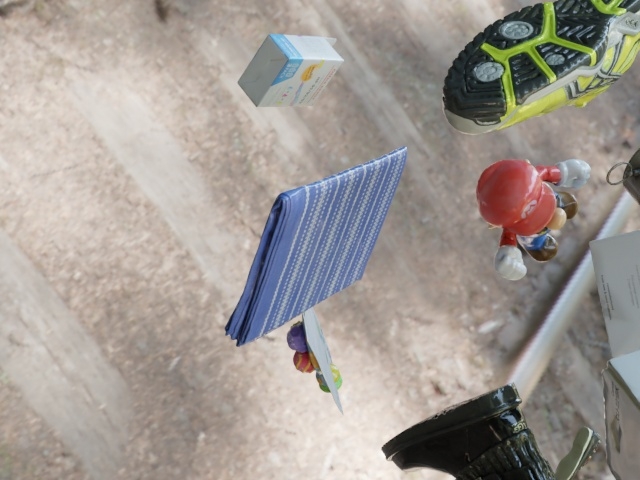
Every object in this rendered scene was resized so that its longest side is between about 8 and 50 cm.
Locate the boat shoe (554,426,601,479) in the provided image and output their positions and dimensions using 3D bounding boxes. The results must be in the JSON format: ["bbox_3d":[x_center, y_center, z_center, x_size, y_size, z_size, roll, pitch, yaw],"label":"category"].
[{"bbox_3d":[0.501,0.428,2.078,0.042,0.133,0.049,28,4,-25],"label":"boat shoe"}]

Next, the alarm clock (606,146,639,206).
[{"bbox_3d":[0.474,-0.093,1.478,0.192,0.129,0.064,-3,46,-24],"label":"alarm clock"}]

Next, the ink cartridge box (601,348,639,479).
[{"bbox_3d":[0.474,0.197,1.220,0.114,0.272,0.197,-113,-173,-52],"label":"ink cartridge box"}]

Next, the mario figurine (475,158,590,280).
[{"bbox_3d":[0.371,-0.035,1.775,0.320,0.170,0.198,18,62,-65],"label":"mario figurine"}]

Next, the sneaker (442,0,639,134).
[{"bbox_3d":[0.299,-0.213,1.306,0.384,0.147,0.145,-34,49,-29],"label":"sneaker"}]

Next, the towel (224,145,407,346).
[{"bbox_3d":[0.000,0.000,1.499,0.040,0.243,0.336,32,29,21],"label":"towel"}]

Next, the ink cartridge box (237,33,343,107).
[{"bbox_3d":[-0.036,-0.275,1.736,0.181,0.104,0.062,-12,57,-52],"label":"ink cartridge box"}]

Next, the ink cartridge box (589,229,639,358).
[{"bbox_3d":[0.604,0.071,1.694,0.198,0.270,0.197,9,69,-56],"label":"ink cartridge box"}]

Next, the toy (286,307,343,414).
[{"bbox_3d":[-0.019,0.179,1.749,0.237,0.056,0.137,64,11,-49],"label":"toy"}]

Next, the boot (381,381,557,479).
[{"bbox_3d":[0.254,0.403,1.764,0.131,0.348,0.260,-18,79,-34],"label":"boot"}]
